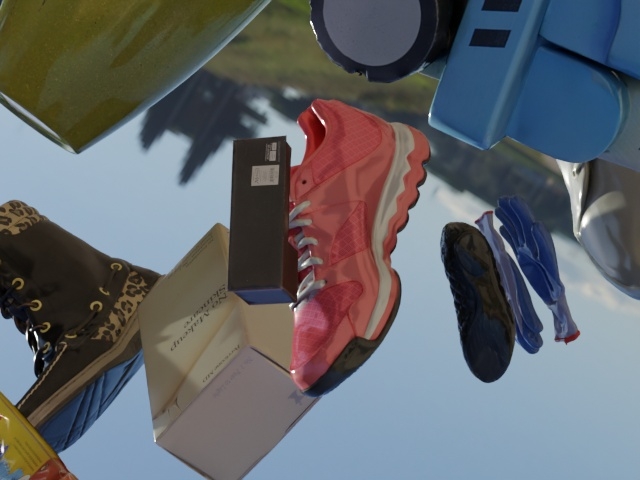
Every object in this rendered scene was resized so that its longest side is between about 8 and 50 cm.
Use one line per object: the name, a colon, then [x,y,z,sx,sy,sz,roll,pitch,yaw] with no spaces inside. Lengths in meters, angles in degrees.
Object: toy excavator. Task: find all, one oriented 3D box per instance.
toy excavator: [0.228,-0.121,1.114,0.445,0.432,0.222,26,-155,18]

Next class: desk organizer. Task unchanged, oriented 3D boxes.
desk organizer: [-0.045,-0.015,1.208,0.047,0.130,0.050,-4,161,15]

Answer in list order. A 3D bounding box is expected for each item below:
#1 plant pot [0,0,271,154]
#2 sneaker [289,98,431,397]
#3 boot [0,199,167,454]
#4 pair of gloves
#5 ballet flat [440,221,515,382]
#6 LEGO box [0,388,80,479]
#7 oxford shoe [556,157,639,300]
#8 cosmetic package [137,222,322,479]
plant pot: [-0.235,-0.251,1.619,0.275,0.293,0.275,36,172,6]
sneaker: [0.000,0.000,1.361,0.136,0.116,0.313,29,-128,-19]
boot: [-0.382,0.107,1.967,0.284,0.138,0.377,31,-137,7]
pair of gloves: [0.201,0.037,1.492,0.198,0.023,0.159,142,108,-75]
ballet flat: [0.156,0.060,1.457,0.058,0.173,0.049,-16,-159,-9]
LEGO box: [-0.362,0.342,1.345,0.193,0.372,0.500,54,166,-16]
oxford shoe: [0.309,-0.105,1.550,0.130,0.169,0.449,43,-155,-33]
cosmetic package: [-0.112,0.124,1.691,0.113,0.160,0.309,38,-168,-23]
